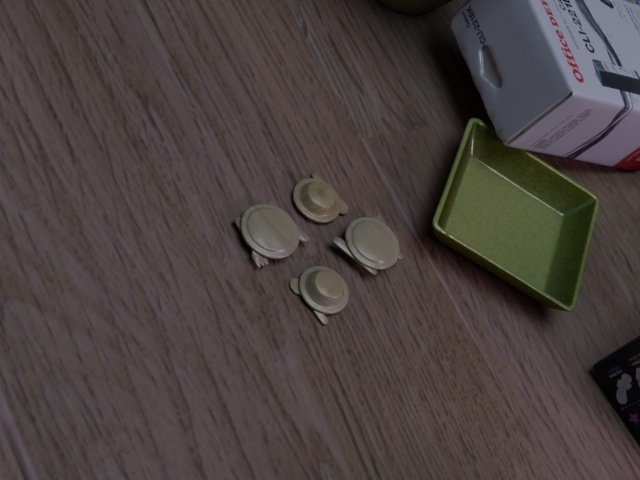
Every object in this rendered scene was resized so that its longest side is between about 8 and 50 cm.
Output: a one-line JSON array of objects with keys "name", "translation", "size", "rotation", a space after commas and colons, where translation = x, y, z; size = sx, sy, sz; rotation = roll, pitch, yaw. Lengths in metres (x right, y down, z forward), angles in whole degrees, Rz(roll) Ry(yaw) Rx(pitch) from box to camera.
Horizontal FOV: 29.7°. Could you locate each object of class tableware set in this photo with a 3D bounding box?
[{"name": "tableware set", "translation": [0.000, 0.000, 1.251], "size": [0.141, 0.020, 0.168], "rotation": [47, 50, 8]}]

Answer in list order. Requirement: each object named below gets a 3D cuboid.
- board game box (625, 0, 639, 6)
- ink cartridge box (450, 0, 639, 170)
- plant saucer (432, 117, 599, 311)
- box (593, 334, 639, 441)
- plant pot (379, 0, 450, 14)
[{"name": "board game box", "translation": [0.421, -0.329, 1.697], "size": [0.170, 0.048, 0.141], "rotation": [27, 48, -12]}, {"name": "ink cartridge box", "translation": [0.312, -0.207, 1.475], "size": [0.273, 0.114, 0.197], "rotation": [4, 57, -41]}, {"name": "plant saucer", "translation": [0.216, -0.023, 1.375], "size": [0.188, 0.045, 0.188], "rotation": [32, 49, -9]}, {"name": "box", "translation": [0.457, 0.127, 1.338], "size": [0.247, 0.163, 0.142], "rotation": [-22, 76, -38]}, {"name": "plant pot", "translation": [0.157, -0.403, 1.441], "size": [0.256, 0.274, 0.256], "rotation": [15, 53, -21]}]
